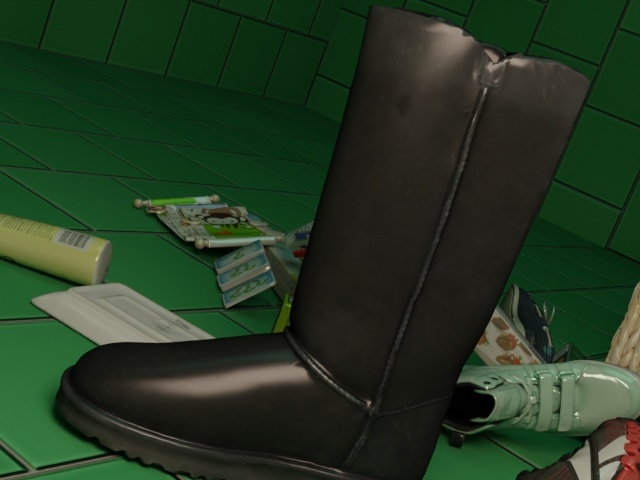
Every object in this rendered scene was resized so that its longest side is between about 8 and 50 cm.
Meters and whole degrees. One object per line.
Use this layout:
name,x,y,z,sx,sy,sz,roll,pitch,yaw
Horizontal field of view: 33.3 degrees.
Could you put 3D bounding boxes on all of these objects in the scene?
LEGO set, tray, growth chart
LEGO set,-0.038,-0.005,1.485,0.244,0.060,0.182,-25,19,-1
tray,-0.176,0.108,1.188,0.270,0.030,0.145,27,13,24
growth chart,-0.169,-0.030,1.683,0.172,0.021,0.237,-8,23,-33

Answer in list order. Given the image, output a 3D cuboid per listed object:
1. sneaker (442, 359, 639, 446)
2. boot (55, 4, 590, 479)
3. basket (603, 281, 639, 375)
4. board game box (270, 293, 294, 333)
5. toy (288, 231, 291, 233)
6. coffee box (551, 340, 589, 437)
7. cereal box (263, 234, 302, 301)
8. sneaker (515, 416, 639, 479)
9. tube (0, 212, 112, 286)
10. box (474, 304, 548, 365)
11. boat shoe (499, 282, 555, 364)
sneaker,0.252,0.196,1.255,0.255,0.094,0.151,-2,3,17
boot,0.002,0.000,0.969,0.367,0.445,0.146,17,13,-17
basket,0.615,0.139,1.577,0.266,0.331,0.328,22,-2,30
board game box,0.028,0.138,1.245,0.181,0.092,0.043,20,14,-5
toy,0.070,0.035,1.815,0.237,0.056,0.137,19,6,19
coffee box,0.370,0.213,1.506,0.113,0.040,0.184,50,16,3
cereal box,0.001,0.061,1.624,0.173,0.047,0.240,15,14,-22
sneaker,0.244,0.248,1.026,0.135,0.098,0.276,12,29,19
tube,-0.373,-0.003,1.291,0.240,0.062,0.070,17,-31,3
box,0.197,0.079,1.514,0.324,0.063,0.067,50,10,2
boat shoe,0.330,0.140,1.716,0.079,0.095,0.254,19,14,-1
